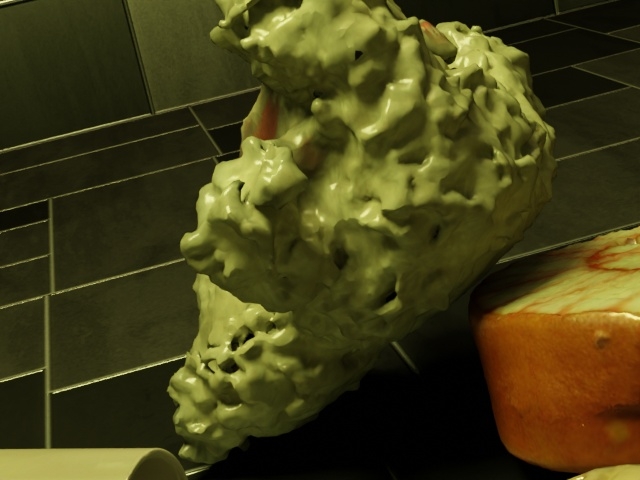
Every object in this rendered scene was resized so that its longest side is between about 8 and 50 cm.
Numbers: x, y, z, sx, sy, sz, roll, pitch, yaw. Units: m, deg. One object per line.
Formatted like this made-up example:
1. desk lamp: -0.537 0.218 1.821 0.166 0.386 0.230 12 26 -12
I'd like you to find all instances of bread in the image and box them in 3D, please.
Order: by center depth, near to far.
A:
1. bread: 0.261 0.052 0.854 0.327 0.114 0.295 -15 6 -21

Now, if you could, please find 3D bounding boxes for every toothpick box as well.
1. toothpick box: -0.183 0.187 0.804 0.180 0.111 0.111 -5 19 20

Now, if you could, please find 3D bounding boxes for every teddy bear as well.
1. teddy bear: 0.000 0.000 0.913 0.367 0.224 0.357 -46 -21 20

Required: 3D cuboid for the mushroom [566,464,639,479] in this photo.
1. mushroom: 0.078 0.181 0.493 0.189 0.195 0.253 4 28 37
